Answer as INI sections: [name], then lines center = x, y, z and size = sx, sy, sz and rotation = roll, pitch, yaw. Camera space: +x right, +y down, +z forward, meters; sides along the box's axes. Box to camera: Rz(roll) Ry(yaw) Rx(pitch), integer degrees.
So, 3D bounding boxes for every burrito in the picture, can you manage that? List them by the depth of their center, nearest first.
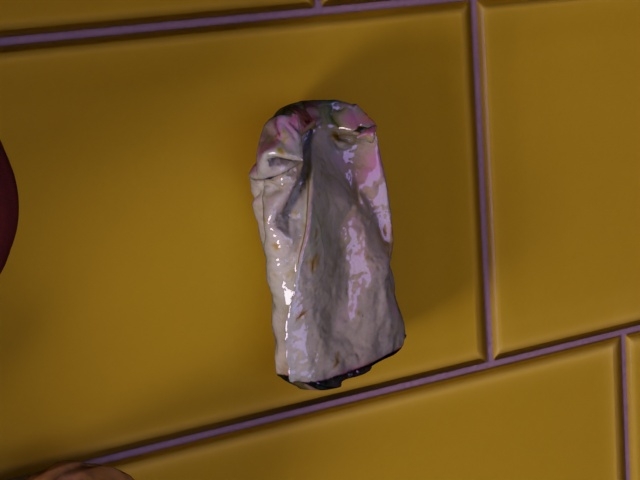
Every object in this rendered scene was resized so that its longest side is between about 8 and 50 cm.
[burrito]
center = 0.000, 0.000, 1.479
size = 0.144, 0.089, 0.229
rotation = -22, 110, -46

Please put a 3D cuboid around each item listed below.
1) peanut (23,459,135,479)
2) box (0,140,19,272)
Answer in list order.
[peanut]
center = -0.237, 0.285, 1.317
size = 0.305, 0.147, 0.147
rotation = -40, 117, -29
[box]
center = -0.377, -0.003, 1.114
size = 0.404, 0.108, 0.263
rotation = -34, 106, -28
